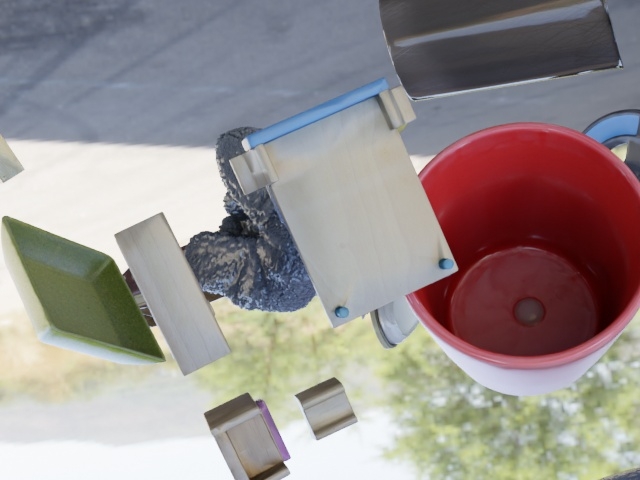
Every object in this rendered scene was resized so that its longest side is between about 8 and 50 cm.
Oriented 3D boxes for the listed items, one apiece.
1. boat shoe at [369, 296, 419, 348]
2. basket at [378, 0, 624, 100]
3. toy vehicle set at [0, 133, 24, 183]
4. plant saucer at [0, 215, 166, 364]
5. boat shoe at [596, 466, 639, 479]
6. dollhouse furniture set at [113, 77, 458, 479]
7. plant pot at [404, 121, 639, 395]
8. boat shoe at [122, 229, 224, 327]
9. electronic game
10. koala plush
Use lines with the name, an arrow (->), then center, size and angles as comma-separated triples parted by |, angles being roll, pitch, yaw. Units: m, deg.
boat shoe -> 0.161, 0.062, 1.905 | 0.103, 0.113, 0.302 | -15, -149, 26
basket -> 0.189, -0.244, 1.208 | 0.227, 0.204, 0.154 | -15, 151, 16
toy vehicle set -> -0.509, -0.158, 1.621 | 0.035, 0.166, 0.267 | -36, -165, -18
plant saucer -> -0.293, 0.072, 1.335 | 0.045, 0.188, 0.188 | -44, 144, 14
boat shoe -> 0.436, 0.343, 1.442 | 0.109, 0.089, 0.258 | -17, 177, -22
dollhouse furniture set -> -0.009, 0.035, 1.075 | 0.303, 0.286, 0.198 | -26, -177, -9
plant pot -> 0.226, 0.045, 1.242 | 0.275, 0.275, 0.243 | -10, 154, 7
boat shoe -> -0.282, 0.065, 1.994 | 0.342, 0.123, 0.123 | -22, 154, 20
electronic game -> 0.411, -0.059, 1.485 | 0.048, 0.229, 0.229 | -7, 175, -38
koala plush -> 0.000, 0.000, 1.243 | 0.221, 0.196, 0.203 | 9, -165, -40
